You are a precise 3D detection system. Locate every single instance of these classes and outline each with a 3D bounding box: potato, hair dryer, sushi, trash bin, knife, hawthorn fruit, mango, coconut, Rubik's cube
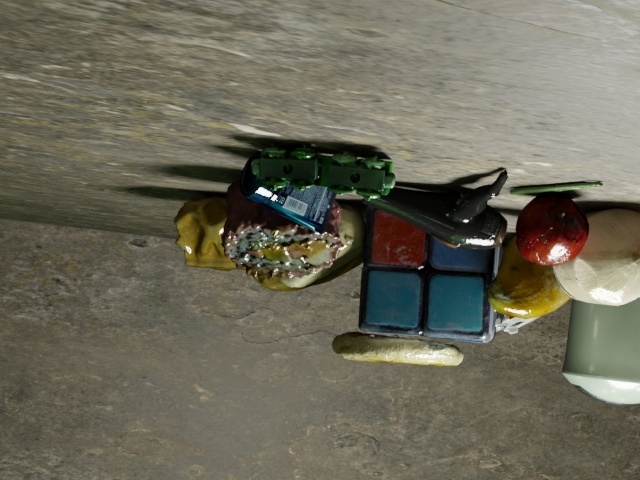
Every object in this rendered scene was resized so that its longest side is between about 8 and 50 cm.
[{"bbox_3d":[-0.023,0.041,2.429,0.369,0.195,0.176,-24,156,-35],"label":"potato"},{"bbox_3d":[0.260,-0.089,1.691,0.303,0.120,0.359,20,162,-6],"label":"hair dryer"},{"bbox_3d":[-0.079,-0.040,1.903,0.269,0.171,0.237,7,147,-3],"label":"sushi"},{"bbox_3d":[0.754,0.192,2.162,0.280,0.433,0.280,6,176,0],"label":"trash bin"},{"bbox_3d":[0.440,-0.097,1.644,0.030,0.014,0.207,12,171,-36],"label":"knife"},{"bbox_3d":[0.459,-0.029,1.719,0.148,0.148,0.172,5,159,9],"label":"hawthorn fruit"},{"bbox_3d":[0.502,0.067,2.006,0.316,0.193,0.146,-38,175,-30],"label":"mango"},{"bbox_3d":[0.616,0.036,1.854,0.224,0.224,0.234,8,172,-22],"label":"coconut"},{"bbox_3d":[0.278,0.086,2.158,0.318,0.317,0.313,3,174,14],"label":"Rubik's cube"}]

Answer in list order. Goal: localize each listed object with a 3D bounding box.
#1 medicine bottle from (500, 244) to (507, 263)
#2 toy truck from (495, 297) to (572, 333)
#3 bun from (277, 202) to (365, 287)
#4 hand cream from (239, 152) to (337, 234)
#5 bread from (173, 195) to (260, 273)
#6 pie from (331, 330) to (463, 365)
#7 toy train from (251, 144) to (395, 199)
[{"bbox_3d":[0.519,0.075,2.694,0.143,0.144,0.258,1,174,38],"label":"medicine bottle"},{"bbox_3d":[0.602,0.127,2.455,0.206,0.174,0.387,0,155,-29],"label":"toy truck"},{"bbox_3d":[0.000,0.000,2.173,0.259,0.160,0.259,-29,169,-6],"label":"bun"},{"bbox_3d":[-0.048,-0.094,1.696,0.061,0.120,0.270,16,178,37],"label":"hand cream"},{"bbox_3d":[-0.216,-0.014,2.247,0.251,0.196,0.238,0,176,15],"label":"bread"},{"bbox_3d":[0.196,0.277,2.202,0.337,0.075,0.337,6,176,0],"label":"pie"},{"bbox_3d":[0.008,-0.121,1.521,0.251,0.085,0.119,8,-170,8],"label":"toy train"}]
